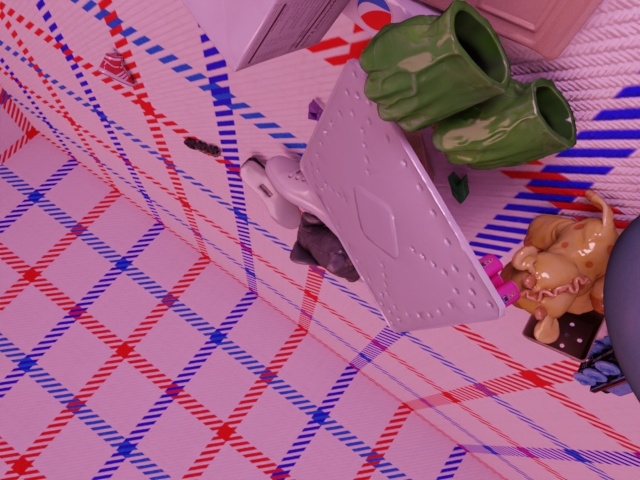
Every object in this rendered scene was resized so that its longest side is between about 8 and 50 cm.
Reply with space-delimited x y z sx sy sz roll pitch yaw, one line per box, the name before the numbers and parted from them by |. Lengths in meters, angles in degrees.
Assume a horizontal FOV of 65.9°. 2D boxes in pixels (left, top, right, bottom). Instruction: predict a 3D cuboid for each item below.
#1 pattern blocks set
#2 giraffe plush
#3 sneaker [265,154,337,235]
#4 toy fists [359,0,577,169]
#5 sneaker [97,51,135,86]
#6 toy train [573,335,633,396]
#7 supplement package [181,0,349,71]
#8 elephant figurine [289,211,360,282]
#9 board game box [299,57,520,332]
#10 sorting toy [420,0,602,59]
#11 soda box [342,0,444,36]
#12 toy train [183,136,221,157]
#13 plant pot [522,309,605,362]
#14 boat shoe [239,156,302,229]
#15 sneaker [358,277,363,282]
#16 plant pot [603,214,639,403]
pattern blocks set | 0.112 -0.165 0.868 0.325 0.026 0.285 28 158 27
giraffe plush | 0.329 0.051 0.684 0.181 0.171 0.210 57 161 16
sneaker | 0.010 -0.119 1.081 0.290 0.106 0.123 37 135 10
toy fists | 0.168 -0.163 0.574 0.279 0.096 0.142 20 157 -36
sneaker | -0.538 -0.463 1.334 0.042 0.066 0.118 27 -173 22
toy train | 0.553 0.243 0.924 0.105 0.080 0.184 26 157 16
supplement package | -0.070 -0.343 0.467 0.261 0.145 0.204 53 140 -1
elephant figurine | 0.000 0.000 1.205 0.240 0.169 0.186 22 160 28
board game box | 0.110 -0.039 0.815 0.389 0.050 0.390 61 162 6
sorting toy | 0.175 -0.285 0.453 0.208 0.038 0.193 29 155 5
soda box | 0.057 -0.309 0.584 0.216 0.074 0.069 38 160 0
toy train | -0.339 -0.265 1.423 0.158 0.027 0.036 23 158 37
plant pot | 0.446 0.160 0.898 0.109 0.109 0.096 23 167 36
boat shoe | -0.120 -0.127 1.293 0.078 0.070 0.219 -29 112 21
sneaker | 0.049 0.055 1.393 0.212 0.080 0.094 36 172 4
plant pot | 0.424 0.055 0.515 0.290 0.290 0.195 47 -167 -22
